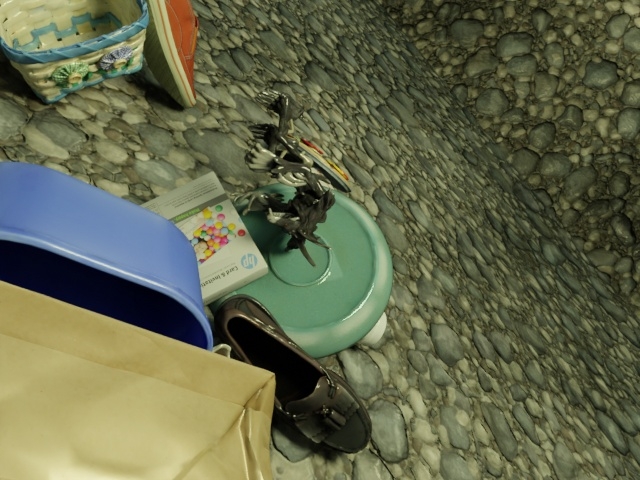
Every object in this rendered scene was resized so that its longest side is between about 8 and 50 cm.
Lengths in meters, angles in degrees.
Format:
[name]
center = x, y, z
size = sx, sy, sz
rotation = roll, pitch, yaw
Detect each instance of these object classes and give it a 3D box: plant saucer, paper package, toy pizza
[plant saucer]
center = -0.034, 0.033, 1.037
size = 0.318, 0.043, 0.317
rotation = 3, 65, -7
[paper package]
center = -0.238, 0.206, 0.507
size = 0.310, 0.325, 0.168
rotation = 25, 38, -32
[toy pizza]
center = -0.008, -0.173, 1.390
size = 0.201, 0.032, 0.201
rotation = 37, -1, 1

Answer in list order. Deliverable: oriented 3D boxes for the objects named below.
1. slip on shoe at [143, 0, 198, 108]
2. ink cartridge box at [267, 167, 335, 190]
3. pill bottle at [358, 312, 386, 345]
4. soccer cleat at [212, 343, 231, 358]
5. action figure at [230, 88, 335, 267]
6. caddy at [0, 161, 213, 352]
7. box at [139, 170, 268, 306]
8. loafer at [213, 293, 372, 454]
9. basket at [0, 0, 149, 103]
[slip on shoe]
center = -0.266, -0.372, 1.167
size = 0.101, 0.331, 0.123
rotation = -37, 62, -22
[ink cartridge box]
center = -0.036, -0.085, 1.297
size = 0.143, 0.090, 0.092
rotation = -11, 63, -55
[pill bottle]
center = 0.023, 0.121, 1.123
size = 0.184, 0.103, 0.103
rotation = 28, 36, -29
[soccer cleat]
center = -0.140, 0.226, 0.836
size = 0.068, 0.076, 0.196
rotation = 22, 40, -35
[action figure]
center = -0.064, -0.090, 0.986
size = 0.141, 0.164, 0.275
rotation = 3, 54, -23
[caddy]
center = -0.282, 0.076, 0.685
size = 0.341, 0.241, 0.179
rotation = 25, 31, -30
[box]
center = -0.187, 0.002, 0.988
size = 0.145, 0.038, 0.186
rotation = -27, 72, -12
[loafer]
center = -0.041, 0.204, 0.920
size = 0.302, 0.109, 0.095
rotation = 46, -2, -5
[basket]
center = -0.383, -0.366, 0.970
size = 0.255, 0.289, 0.201
rotation = -27, 65, -18
